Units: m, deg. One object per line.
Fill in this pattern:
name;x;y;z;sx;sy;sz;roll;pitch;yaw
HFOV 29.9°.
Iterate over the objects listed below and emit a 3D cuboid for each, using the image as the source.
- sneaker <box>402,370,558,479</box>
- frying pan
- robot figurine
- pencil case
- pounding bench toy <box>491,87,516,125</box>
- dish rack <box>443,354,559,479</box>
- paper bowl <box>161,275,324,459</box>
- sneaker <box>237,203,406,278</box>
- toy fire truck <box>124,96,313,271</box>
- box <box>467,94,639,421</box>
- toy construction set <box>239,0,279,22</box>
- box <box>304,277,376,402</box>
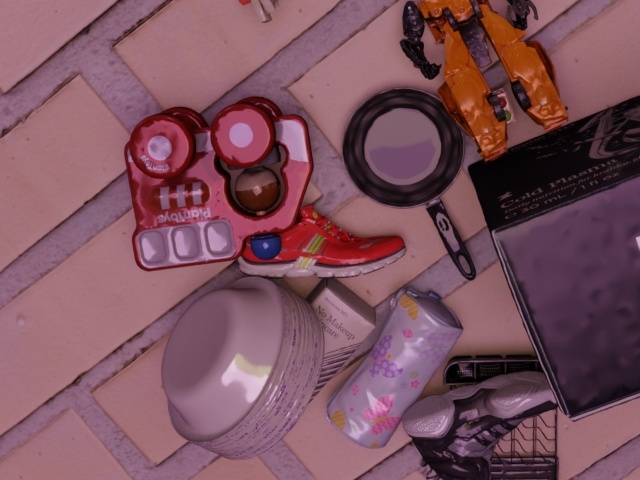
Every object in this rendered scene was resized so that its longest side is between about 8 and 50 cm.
sneaker;0.277;0.310;1.936;0.268;0.101;0.153;-16;107;11
frying pan;0.182;-0.109;1.933;0.326;0.053;0.197;39;104;-8
robot figurine;0.248;-0.278;1.835;0.211;0.085;0.291;-26;78;5
pencil case;0.120;0.212;1.981;0.124;0.113;0.273;28;104;-14
pounding bench toy;0.281;-0.192;1.901;0.052;0.065;0.083;-20;102;7
dish rack;0.310;0.318;2.019;0.208;0.074;0.271;-1;104;4
paper bowl;-0.140;0.190;1.888;0.148;0.284;0.284;31;105;-35
sneaker;0.000;0.000;1.945;0.279;0.107;0.118;-2;96;2
toy fire truck;-0.158;-0.088;1.889;0.302;0.169;0.254;-7;100;5
box;0.493;-0.028;1.721;0.480;0.472;0.297;-22;100;8
toy construction set;0.006;-0.472;1.814;0.327;0.151;0.215;-25;110;4
box;-0.034;0.197;1.996;0.113;0.094;0.275;37;103;-6
